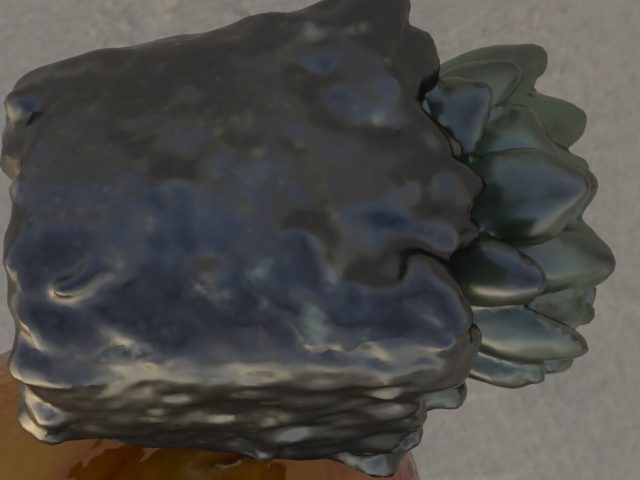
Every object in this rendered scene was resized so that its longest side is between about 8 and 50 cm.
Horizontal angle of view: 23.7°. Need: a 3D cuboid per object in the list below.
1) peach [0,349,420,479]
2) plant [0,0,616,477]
[{"bbox_3d":[-0.069,0.145,0.616,0.238,0.281,0.281,45,123,15],"label":"peach"},{"bbox_3d":[0.000,0.000,0.475,0.194,0.129,0.132,-4,157,-10],"label":"plant"}]
